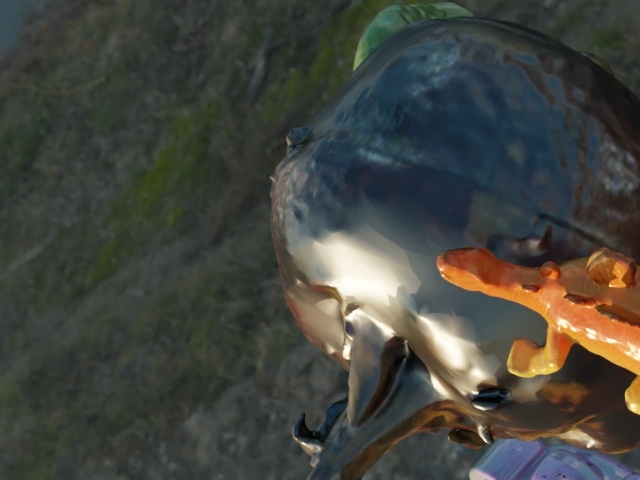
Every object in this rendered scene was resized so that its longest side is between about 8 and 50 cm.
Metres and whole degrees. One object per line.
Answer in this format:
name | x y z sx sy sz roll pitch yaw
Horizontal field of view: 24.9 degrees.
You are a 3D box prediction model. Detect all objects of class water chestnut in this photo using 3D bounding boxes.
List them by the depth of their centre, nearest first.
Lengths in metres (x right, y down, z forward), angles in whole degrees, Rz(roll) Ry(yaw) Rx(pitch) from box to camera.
water chestnut | 0.101 0.036 0.995 0.335 0.335 0.347 -6 51 52

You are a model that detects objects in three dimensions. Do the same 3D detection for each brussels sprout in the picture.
brussels sprout | 0.120 -0.197 1.708 0.161 0.180 0.144 56 153 12

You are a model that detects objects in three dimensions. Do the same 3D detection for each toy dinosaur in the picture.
toy dinosaur | 0.195 0.056 0.721 0.117 0.288 0.070 123 168 -73

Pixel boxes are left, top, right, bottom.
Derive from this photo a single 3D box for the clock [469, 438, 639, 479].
clock | 0.292 0.305 1.507 0.090 0.227 0.248 -44 24 -22
